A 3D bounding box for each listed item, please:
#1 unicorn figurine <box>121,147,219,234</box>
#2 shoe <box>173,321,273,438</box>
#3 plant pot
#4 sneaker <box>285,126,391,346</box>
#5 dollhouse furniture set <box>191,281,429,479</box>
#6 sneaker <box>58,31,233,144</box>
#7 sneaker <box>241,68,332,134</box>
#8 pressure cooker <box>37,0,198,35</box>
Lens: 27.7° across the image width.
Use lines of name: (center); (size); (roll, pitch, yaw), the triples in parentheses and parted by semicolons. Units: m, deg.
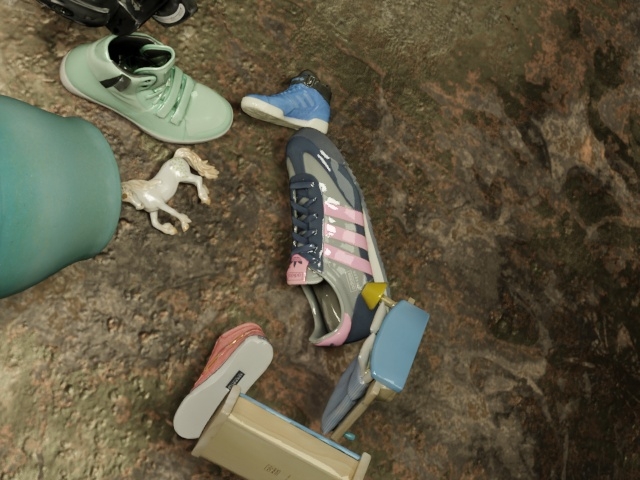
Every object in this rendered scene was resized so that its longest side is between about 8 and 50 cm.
unicorn figurine: (-0.212, -0.064, 1.764); (0.111, 0.060, 0.162); (48, 47, -20)
shoe: (-0.136, 0.190, 1.782); (0.063, 0.081, 0.178); (40, 95, -20)
plant pot: (-0.385, -0.052, 1.536); (0.255, 0.271, 0.272); (-7, 89, -47)
sneaker: (0.000, 0.000, 1.856); (0.131, 0.112, 0.319); (-25, 98, -35)
dollhouse furniture set: (-0.026, 0.212, 1.785); (0.198, 0.286, 0.303); (30, 51, -4)
sneaker: (-0.202, -0.198, 1.721); (0.256, 0.151, 0.094); (18, 75, -32)
sneaker: (-0.046, -0.210, 1.876); (0.152, 0.058, 0.085); (13, 84, -36)
pressure cooker: (-0.260, -0.476, 1.587); (0.370, 0.375, 0.420); (31, 62, 20)
